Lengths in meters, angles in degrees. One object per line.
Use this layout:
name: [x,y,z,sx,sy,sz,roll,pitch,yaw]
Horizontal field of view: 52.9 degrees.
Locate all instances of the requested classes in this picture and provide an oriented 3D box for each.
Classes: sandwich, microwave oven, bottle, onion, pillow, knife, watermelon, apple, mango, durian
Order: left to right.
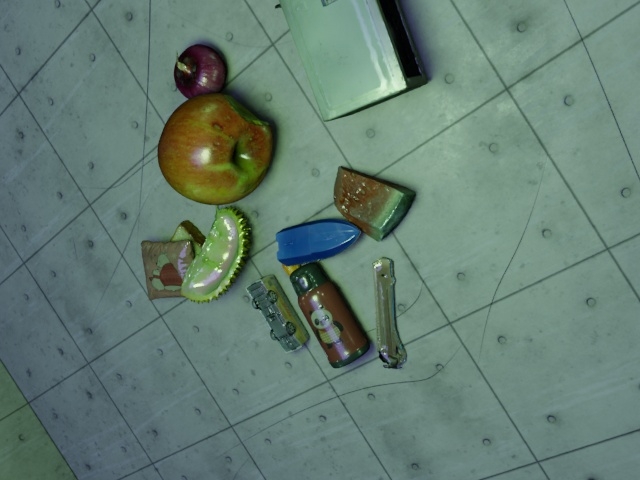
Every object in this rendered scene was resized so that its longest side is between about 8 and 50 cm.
pillow: [-0.518,0.105,2.220,0.236,0.084,0.223,-3,106,27]
sandwich: [-0.476,0.058,2.272,0.186,0.065,0.214,43,119,7]
onion: [-0.374,-0.515,1.990,0.177,0.153,0.177,12,121,21]
apple: [-0.323,-0.276,1.942,0.340,0.339,0.339,8,110,24]
durian: [-0.333,0.057,2.116,0.169,0.158,0.352,24,94,-13]
mango: [-0.092,0.088,2.105,0.060,0.046,0.089,-29,95,30]
bottle: [0.018,0.230,2.046,0.144,0.144,0.336,-31,89,30]
microwave oven: [0.094,-0.534,1.716,0.286,0.218,0.355,-18,98,31]
watermelon: [0.125,-0.121,1.906,0.257,0.140,0.193,36,111,20]
knife: [0.210,0.227,2.009,0.089,0.043,0.365,-8,102,-6]

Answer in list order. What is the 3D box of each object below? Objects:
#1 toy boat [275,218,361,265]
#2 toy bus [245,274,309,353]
toy boat: [0.000,0.000,1.989,0.295,0.088,0.129,-13,76,35]
toy bus: [-0.141,0.241,2.144,0.092,0.106,0.268,-28,95,30]
